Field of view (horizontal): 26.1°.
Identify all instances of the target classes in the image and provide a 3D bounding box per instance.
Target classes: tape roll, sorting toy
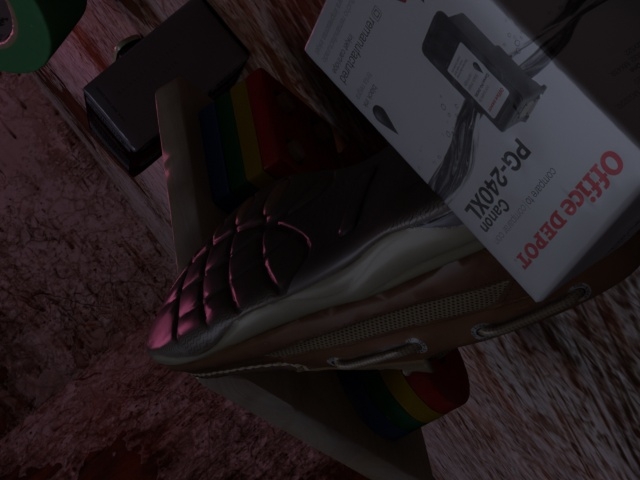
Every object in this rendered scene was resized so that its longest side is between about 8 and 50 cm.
[{"bbox_3d":[-0.411,-0.318,1.511,0.321,0.077,0.321,27,157,13],"label":"tape roll"},{"bbox_3d":[0.008,0.021,1.003,0.255,0.089,0.257,37,-149,-44],"label":"sorting toy"}]

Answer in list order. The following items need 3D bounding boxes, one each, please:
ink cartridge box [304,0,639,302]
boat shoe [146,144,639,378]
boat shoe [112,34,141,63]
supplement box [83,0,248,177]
[{"bbox_3d":[0.076,-0.066,0.542,0.150,0.063,0.109,48,148,12],"label":"ink cartridge box"},{"bbox_3d":[0.028,0.026,0.736,0.116,0.123,0.324,43,141,-23],"label":"boat shoe"},{"bbox_3d":[-0.219,-0.200,1.629,0.042,0.049,0.133,57,168,5],"label":"boat shoe"},{"bbox_3d":[-0.145,-0.134,1.270,0.073,0.130,0.239,50,172,-3],"label":"supplement box"}]
